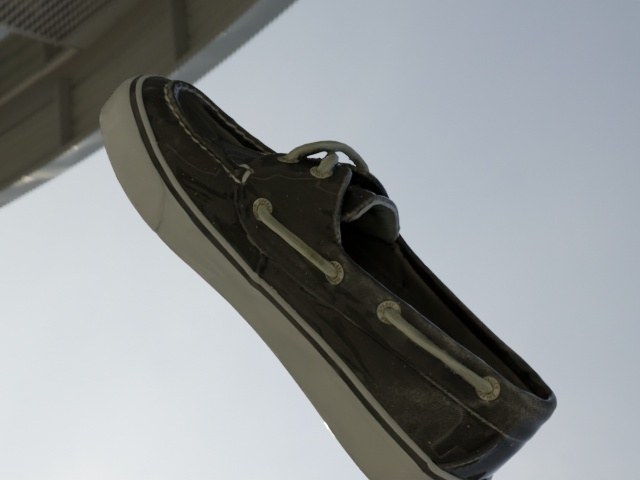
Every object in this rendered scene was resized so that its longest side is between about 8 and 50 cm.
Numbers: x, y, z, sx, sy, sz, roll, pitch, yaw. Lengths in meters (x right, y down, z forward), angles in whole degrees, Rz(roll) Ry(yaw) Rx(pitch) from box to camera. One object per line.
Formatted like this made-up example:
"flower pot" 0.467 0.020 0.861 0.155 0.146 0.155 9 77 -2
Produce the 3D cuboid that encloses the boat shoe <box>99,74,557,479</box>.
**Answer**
"boat shoe" 0.000 0.000 0.376 0.219 0.078 0.070 47 -66 17
